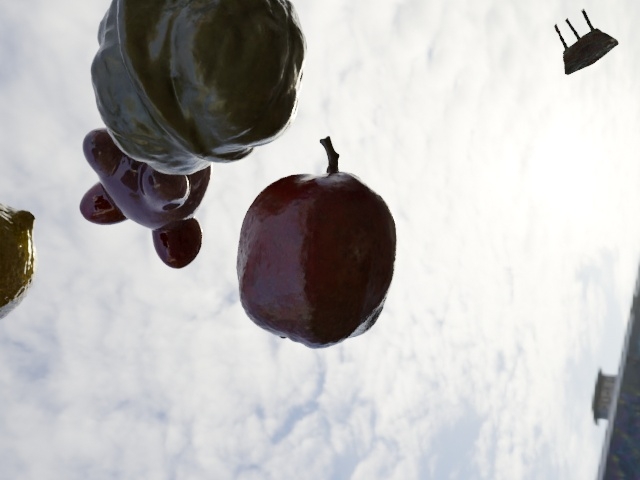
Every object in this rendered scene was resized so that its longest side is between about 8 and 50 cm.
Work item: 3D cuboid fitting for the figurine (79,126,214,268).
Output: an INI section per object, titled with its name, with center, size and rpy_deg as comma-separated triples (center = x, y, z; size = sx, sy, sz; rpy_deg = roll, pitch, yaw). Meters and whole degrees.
[figurine]
center = -0.318, -0.129, 1.341
size = 0.211, 0.270, 0.261
rpy_deg = -54, -14, -37

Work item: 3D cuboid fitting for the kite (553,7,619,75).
[kite]
center = 0.557, -0.427, 1.467
size = 0.229, 0.127, 0.016
rpy_deg = 24, -141, -56

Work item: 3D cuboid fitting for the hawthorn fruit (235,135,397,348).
[hawthorn fruit]
center = 0.000, 0.000, 0.841
size = 0.205, 0.205, 0.253
rpy_deg = -1, -76, -57

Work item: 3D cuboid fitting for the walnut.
[walnut]
center = -0.155, -0.231, 0.904
size = 0.253, 0.282, 0.276
rpy_deg = 73, -168, -65

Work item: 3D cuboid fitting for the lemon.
[lemon]
center = -0.567, 0.035, 1.084
size = 0.254, 0.228, 0.228
rpy_deg = -21, -70, -25
